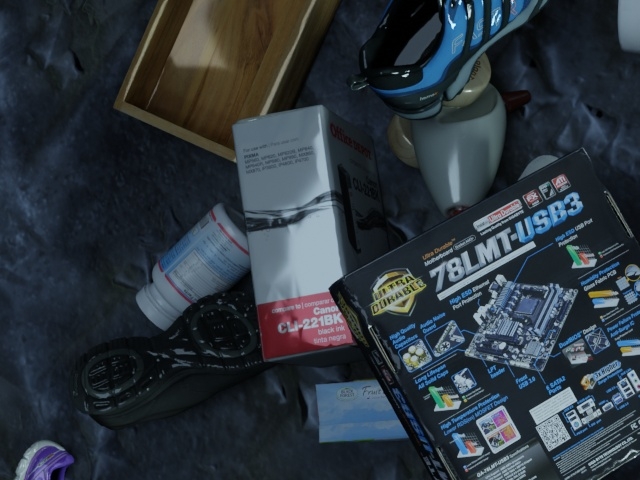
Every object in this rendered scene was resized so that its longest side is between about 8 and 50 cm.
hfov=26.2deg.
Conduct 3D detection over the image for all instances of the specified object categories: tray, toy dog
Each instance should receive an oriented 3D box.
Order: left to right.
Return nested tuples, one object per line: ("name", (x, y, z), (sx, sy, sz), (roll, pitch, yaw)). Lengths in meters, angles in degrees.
("tray", (-0.082, -0.311, 1.710), (0.203, 0.076, 0.411), (25, 93, 22))
("toy dog", (0.193, -0.066, 1.532), (0.161, 0.220, 0.333), (-6, 84, -19))

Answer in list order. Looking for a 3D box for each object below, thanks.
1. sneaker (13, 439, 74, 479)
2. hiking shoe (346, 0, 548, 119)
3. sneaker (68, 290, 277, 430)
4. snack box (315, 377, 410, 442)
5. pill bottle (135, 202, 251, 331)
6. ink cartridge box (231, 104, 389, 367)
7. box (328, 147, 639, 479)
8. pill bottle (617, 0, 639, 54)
("sneaker", (-0.362, 0.339, 1.737), (0.071, 0.068, 0.170), (21, 90, 16))
("hiking shoe", (0.155, -0.257, 1.399), (0.113, 0.132, 0.304), (38, 99, 23))
("sneaker", (-0.157, 0.150, 1.664), (0.286, 0.130, 0.109), (-17, 61, -3))
("snack box", (0.110, 0.182, 1.498), (0.174, 0.207, 0.070), (-6, 80, 19))
("pill bottle", (-0.148, 0.036, 1.681), (0.160, 0.087, 0.087), (-43, 71, 11))
("ink cartridge box", (0.000, 0.000, 1.570), (0.114, 0.197, 0.273), (-12, 79, 18))
("box", (0.205, 0.101, 1.359), (0.295, 0.073, 0.293), (-29, 85, -16))
("pill bottle", (0.467, -0.252, 1.443), (0.283, 0.160, 0.160), (8, 86, 22))
